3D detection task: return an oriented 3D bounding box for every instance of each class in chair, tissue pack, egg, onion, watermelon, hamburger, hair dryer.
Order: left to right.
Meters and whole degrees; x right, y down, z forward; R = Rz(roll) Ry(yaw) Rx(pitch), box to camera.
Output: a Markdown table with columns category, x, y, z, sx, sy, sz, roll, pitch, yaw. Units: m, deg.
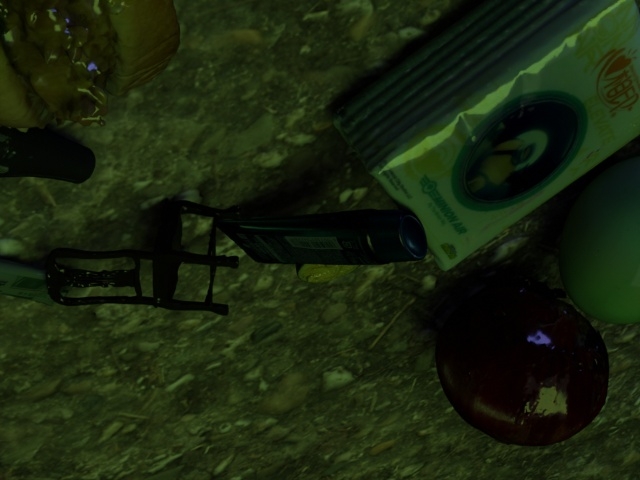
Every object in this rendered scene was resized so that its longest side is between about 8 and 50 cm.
| category | x | y | z | sx | sy | sz | roll | pitch | yaw |
| --- | --- | --- | --- | --- | --- | --- | --- | --- | --- |
| hair dryer | -0.409 | -0.058 | 1.539 | 0.271 | 0.091 | 0.235 | -36 | 152 | 23 |
| hamburger | -0.278 | -0.253 | 1.243 | 0.268 | 0.287 | 0.445 | -23 | 137 | -9 |
| chair | -0.220 | 0.019 | 1.711 | 0.229 | 0.113 | 0.106 | 6 | 133 | 0 |
| watermelon | 0.012 | 0.016 | 1.872 | 0.105 | 0.062 | 0.105 | -18 | 157 | -8 |
| tissue pack | 0.242 | -0.168 | 1.762 | 0.388 | 0.162 | 0.287 | -36 | 143 | 5 |
| onion | 0.309 | 0.192 | 2.088 | 0.276 | 0.276 | 0.276 | -18 | 138 | -17 |
| egg | 0.474 | 0.000 | 2.034 | 0.220 | 0.220 | 0.270 | 14 | 117 | -41 |

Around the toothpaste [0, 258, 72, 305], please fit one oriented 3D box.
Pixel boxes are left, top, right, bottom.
| category | x | y | z | sx | sy | sz | roll | pitch | yaw |
| --- | --- | --- | --- | --- | --- | --- | --- | --- | --- |
| toothpaste | -0.391 | 0.043 | 1.660 | 0.064 | 0.041 | 0.218 | -44 | 143 | 24 |

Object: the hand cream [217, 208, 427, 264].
| category | x | y | z | sx | sy | sz | roll | pitch | yaw |
| --- | --- | --- | --- | --- | --- | --- | --- | --- | --- |
| hand cream | 0.000 | 0.000 | 1.755 | 0.270 | 0.061 | 0.120 | -4 | 152 | 30 |
